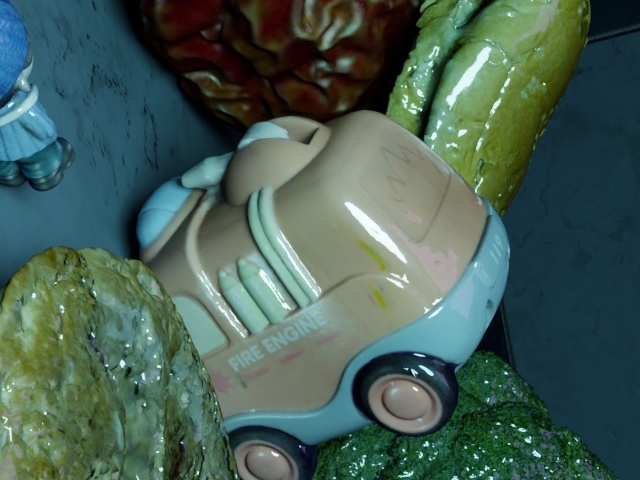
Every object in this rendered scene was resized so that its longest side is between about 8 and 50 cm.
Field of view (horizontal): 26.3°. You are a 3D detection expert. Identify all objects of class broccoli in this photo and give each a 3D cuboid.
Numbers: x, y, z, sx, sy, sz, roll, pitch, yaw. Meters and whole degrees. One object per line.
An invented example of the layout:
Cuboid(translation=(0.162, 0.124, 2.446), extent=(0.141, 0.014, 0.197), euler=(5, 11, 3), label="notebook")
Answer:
Cuboid(translation=(0.117, 0.262, 1.300), extent=(0.283, 0.321, 0.304), euler=(121, -43, -54), label="broccoli")

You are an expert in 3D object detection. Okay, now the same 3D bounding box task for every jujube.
Cuboid(translation=(-0.038, -0.238, 1.144), extent=(0.377, 0.276, 0.276), euler=(81, 2, -67), label="jujube")

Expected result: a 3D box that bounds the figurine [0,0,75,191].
Cuboid(translation=(-0.195, -0.088, 0.791), extent=(0.149, 0.086, 0.087), euler=(76, 34, -50), label="figurine")

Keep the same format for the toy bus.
Cuboid(translation=(-0.014, 0.030, 0.993), extent=(0.232, 0.287, 0.194), euler=(49, 36, -19), label="toy bus")

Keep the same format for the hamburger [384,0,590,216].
Cuboid(translation=(0.140, -0.145, 1.143), extent=(0.211, 0.132, 0.309), euler=(-66, 173, 13), label="hamburger")

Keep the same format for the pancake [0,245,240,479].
Cuboid(translation=(-0.122, 0.189, 0.783), extent=(0.387, 0.082, 0.387), euler=(-9, 90, -75), label="pancake")
